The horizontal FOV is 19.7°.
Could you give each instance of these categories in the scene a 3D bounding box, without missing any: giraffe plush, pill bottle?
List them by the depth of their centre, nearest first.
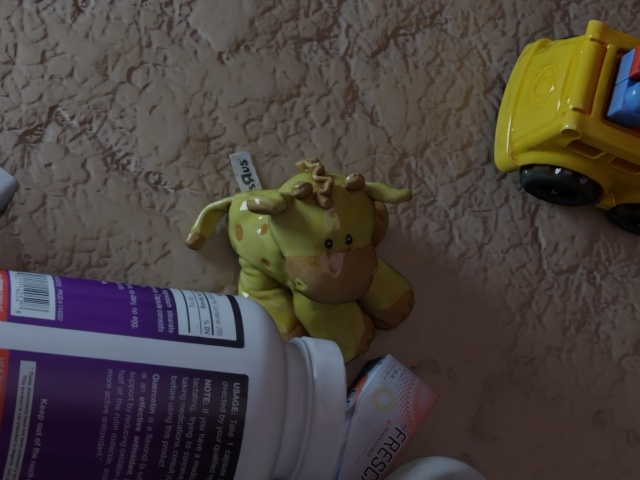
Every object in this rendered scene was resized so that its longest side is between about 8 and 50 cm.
[{"bbox_3d":[-0.151,0.125,1.470,0.323,0.181,0.181,7,78,-15],"label":"pill bottle"},{"bbox_3d":[0.000,0.000,1.555,0.181,0.170,0.210,-36,92,-21],"label":"giraffe plush"}]

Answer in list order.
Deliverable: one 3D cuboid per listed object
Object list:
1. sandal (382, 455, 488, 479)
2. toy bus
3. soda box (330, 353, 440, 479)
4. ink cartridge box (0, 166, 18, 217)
[{"bbox_3d":[-0.001,0.353,1.526,0.416,0.102,0.169,-49,116,-4],"label":"sandal"},{"bbox_3d":[0.299,-0.109,1.657,0.220,0.211,0.149,21,72,-15],"label":"toy bus"},{"bbox_3d":[0.024,0.187,1.588,0.063,0.058,0.183,39,70,-8],"label":"soda box"},{"bbox_3d":[-0.434,-0.092,1.434,0.371,0.069,0.175,38,45,-1],"label":"ink cartridge box"}]
